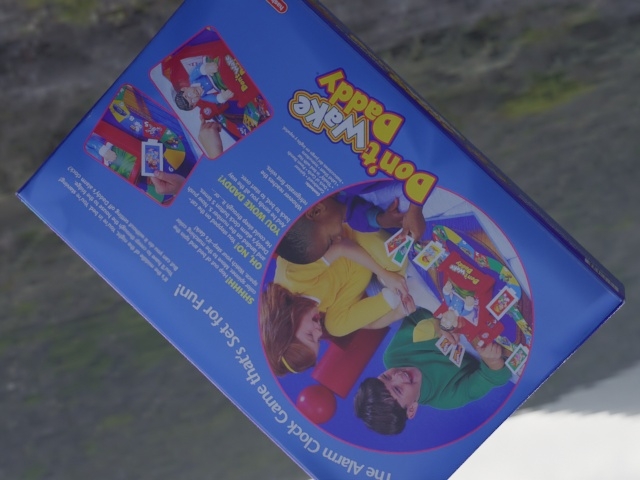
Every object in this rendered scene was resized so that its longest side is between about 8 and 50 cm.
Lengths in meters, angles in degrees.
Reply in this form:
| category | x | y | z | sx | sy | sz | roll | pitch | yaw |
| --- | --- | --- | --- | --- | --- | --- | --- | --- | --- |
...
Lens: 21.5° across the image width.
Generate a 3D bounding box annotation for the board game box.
| category | x | y | z | sx | sy | sz | roll | pitch | yaw |
| --- | --- | --- | --- | --- | --- | --- | --- | --- | --- |
| board game box | 0.000 | 0.000 | 1.145 | 0.233 | 0.347 | 0.078 | -47 | 176 | 11 |
